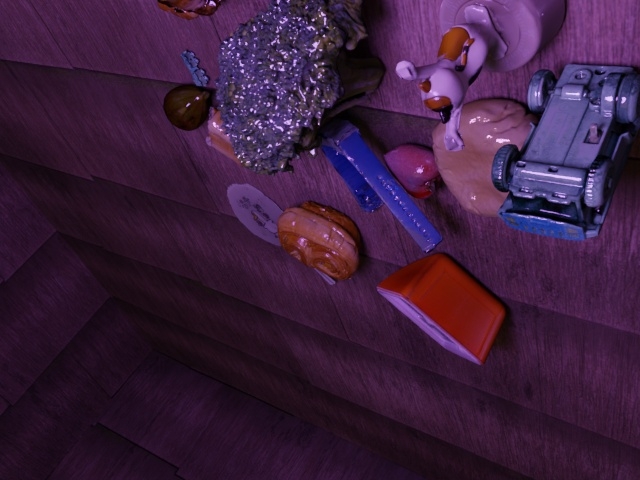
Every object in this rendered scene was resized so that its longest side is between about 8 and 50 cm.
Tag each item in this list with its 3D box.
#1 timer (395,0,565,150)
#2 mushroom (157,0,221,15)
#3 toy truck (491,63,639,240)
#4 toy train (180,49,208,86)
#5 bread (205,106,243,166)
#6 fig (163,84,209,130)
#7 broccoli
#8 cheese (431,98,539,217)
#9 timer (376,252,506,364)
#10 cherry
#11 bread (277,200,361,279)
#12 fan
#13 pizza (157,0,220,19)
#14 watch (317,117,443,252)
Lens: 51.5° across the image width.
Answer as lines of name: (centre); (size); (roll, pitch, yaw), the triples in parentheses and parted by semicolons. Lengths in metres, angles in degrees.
timer: (0.208, -0.264, 0.923); (0.175, 0.266, 0.175); (27, 150, 17)
mushroom: (-0.198, -0.511, 1.072); (0.263, 0.195, 0.283); (36, 136, 17)
toy truck: (0.362, -0.129, 0.947); (0.155, 0.279, 0.156); (13, 153, 35)
toy train: (-0.291, -0.396, 1.526); (0.045, 0.029, 0.092); (23, 149, 55)
bread: (-0.204, -0.246, 1.592); (0.177, 0.084, 0.119); (37, 153, -2)
fig: (-0.306, -0.323, 1.580); (0.155, 0.103, 0.109); (-12, 163, 41)
broccoli: (-0.047, -0.297, 1.143); (0.249, 0.302, 0.375); (34, 133, 7)
cheese: (0.297, -0.145, 1.169); (0.226, 0.117, 0.214); (9, 136, 47)
timer: (0.282, 0.168, 1.613); (0.257, 0.161, 0.250); (40, 159, -8)
cherry: (0.193, -0.142, 1.313); (0.126, 0.087, 0.106); (54, 153, 6)
bread: (-0.001, -0.002, 1.699); (0.236, 0.120, 0.198); (24, 151, 20)
fan: (-0.111, -0.014, 1.911); (0.415, 0.012, 0.233); (44, 152, -9)
pizza: (-0.254, -0.504, 1.298); (0.161, 0.062, 0.182); (39, 147, 10)
watch: (0.104, -0.119, 1.360); (0.274, 0.068, 0.276); (56, 172, -30)
